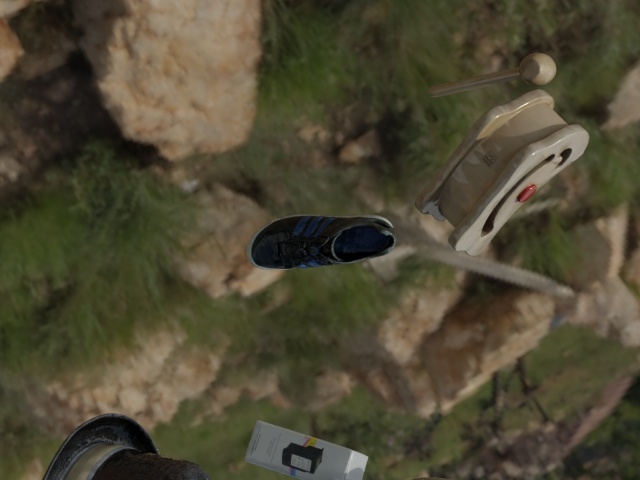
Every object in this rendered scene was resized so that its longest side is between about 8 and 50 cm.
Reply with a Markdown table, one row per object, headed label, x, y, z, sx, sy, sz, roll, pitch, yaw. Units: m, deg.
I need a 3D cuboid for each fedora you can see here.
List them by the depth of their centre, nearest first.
| label | x | y | z | sx | sy | sz | roll | pitch | yaw |
| --- | --- | --- | --- | --- | --- | --- | --- | --- | --- |
| fedora | -0.215 | 0.373 | 1.590 | 0.153 | 0.334 | 0.334 | -5 | 158 | 23 |

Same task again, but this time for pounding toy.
| label | x | y | z | sx | sy | sz | roll | pitch | yaw |
| --- | --- | --- | --- | --- | --- | --- | --- | --- | --- |
| pounding toy | 0.210 | -0.123 | 1.588 | 0.154 | 0.155 | 0.269 | -12 | 145 | -52 |

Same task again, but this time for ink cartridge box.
| label | x | y | z | sx | sy | sz | roll | pitch | yaw |
| --- | --- | --- | --- | --- | --- | --- | --- | --- | --- |
| ink cartridge box | -0.021 | 0.363 | 2.195 | 0.127 | 0.175 | 0.072 | 46 | 61 | -71 |

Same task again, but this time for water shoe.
| label | x | y | z | sx | sy | sz | roll | pitch | yaw |
| --- | --- | --- | --- | --- | --- | --- | --- | --- | --- |
| water shoe | 0.000 | 0.000 | 1.765 | 0.203 | 0.073 | 0.080 | -9 | -172 | 0 |

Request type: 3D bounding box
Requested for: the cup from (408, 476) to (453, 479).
| label | x | y | z | sx | sy | sz | roll | pitch | yaw |
| --- | --- | --- | --- | --- | --- | --- | --- | --- | --- |
| cup | 0.236 | 0.529 | 2.013 | 0.331 | 0.331 | 0.237 | -8 | 176 | -32 |
